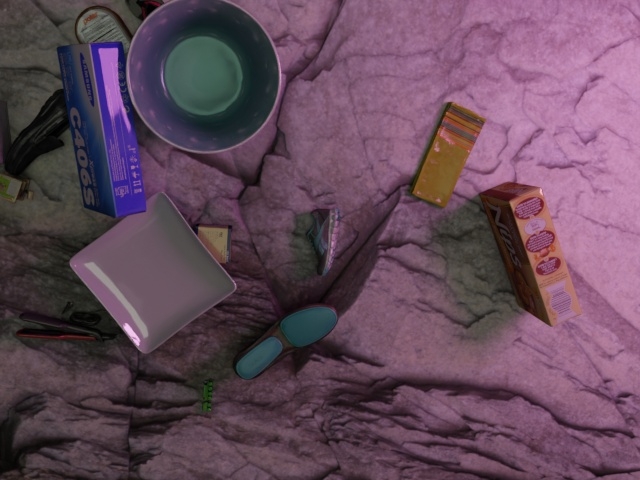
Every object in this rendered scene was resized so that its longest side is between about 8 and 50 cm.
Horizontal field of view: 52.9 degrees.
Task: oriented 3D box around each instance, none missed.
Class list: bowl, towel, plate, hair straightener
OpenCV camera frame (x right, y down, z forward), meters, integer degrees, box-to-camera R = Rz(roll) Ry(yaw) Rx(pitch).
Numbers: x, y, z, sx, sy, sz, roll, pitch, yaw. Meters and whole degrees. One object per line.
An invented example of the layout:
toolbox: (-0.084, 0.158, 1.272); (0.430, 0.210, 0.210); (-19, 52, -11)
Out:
bowl: (-0.246, -0.350, 1.365); (0.312, 0.163, 0.311); (-3, 106, -10)
towel: (0.304, -0.203, 1.538); (0.102, 0.021, 0.237); (22, 97, -9)
plate: (-0.373, 0.073, 1.448); (0.278, 0.045, 0.277); (-36, 98, 8)
hair straightener: (-0.576, 0.189, 1.485); (0.230, 0.047, 0.089); (9, 99, -8)

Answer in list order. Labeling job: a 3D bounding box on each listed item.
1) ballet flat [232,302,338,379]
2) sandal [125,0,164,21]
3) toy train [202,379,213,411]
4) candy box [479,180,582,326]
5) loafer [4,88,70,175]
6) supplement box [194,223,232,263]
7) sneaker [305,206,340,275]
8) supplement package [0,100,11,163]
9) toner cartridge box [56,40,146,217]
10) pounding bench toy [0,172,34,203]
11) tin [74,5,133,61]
ballet flat: (-0.087, 0.226, 1.525); (0.280, 0.096, 0.095); (-30, 98, 0)
sandal: (-0.351, -0.482, 1.401); (0.067, 0.040, 0.179); (-44, 102, 3)
toy train: (-0.276, 0.379, 1.570); (0.024, 0.017, 0.083); (5, 99, 3)
candy box: (0.492, 0.026, 1.517); (0.087, 0.183, 0.316); (-22, 102, -3)
loafer: (-0.596, -0.226, 1.396); (0.078, 0.076, 0.223); (38, 88, -7)
supplement box: (-0.248, 0.006, 1.489); (0.083, 0.056, 0.083); (3, 100, -6)
sneaker: (0.000, 0.000, 1.525); (0.076, 0.065, 0.166); (9, 96, 8)
supplement package: (-0.736, -0.216, 1.297); (0.134, 0.244, 0.139); (-3, 99, -6)
toner cartridge box: (-0.457, -0.231, 1.346); (0.075, 0.165, 0.347); (-18, 111, -40)
pounding bench toy: (-0.664, -0.112, 1.414); (0.083, 0.065, 0.052); (22, 96, -10)
tin: (-0.454, -0.419, 1.403); (0.106, 0.040, 0.189); (-34, 102, -5)
